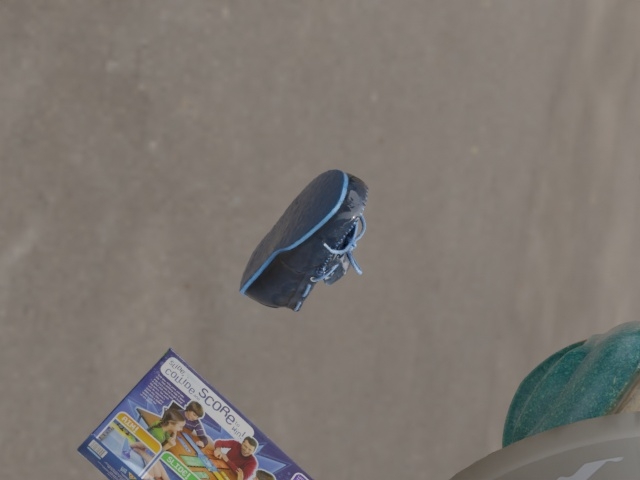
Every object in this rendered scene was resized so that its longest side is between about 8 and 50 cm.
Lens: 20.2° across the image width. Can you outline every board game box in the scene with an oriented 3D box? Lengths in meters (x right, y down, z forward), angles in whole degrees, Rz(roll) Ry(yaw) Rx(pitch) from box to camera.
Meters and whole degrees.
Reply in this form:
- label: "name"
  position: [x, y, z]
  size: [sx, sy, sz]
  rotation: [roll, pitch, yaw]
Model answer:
- label: "board game box"
  position: [-0.102, 0.207, 1.605]
  size: [0.035, 0.201, 0.136]
  rotation: [-46, -179, 44]

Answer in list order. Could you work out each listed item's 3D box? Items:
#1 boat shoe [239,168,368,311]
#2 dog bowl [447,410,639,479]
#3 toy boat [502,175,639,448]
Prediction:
- label: "boat shoe"
  position: [0.000, 0.000, 1.945]
  size: [0.258, 0.089, 0.109]
  rotation: [-40, -154, 60]
- label: "dog bowl"
  position: [0.209, 0.261, 1.148]
  size: [0.102, 0.349, 0.348]
  rotation: [-93, 174, -48]
- label: "toy boat"
  position: [0.222, 0.078, 1.271]
  size: [0.318, 0.148, 0.267]
  rotation: [-53, 171, -7]
